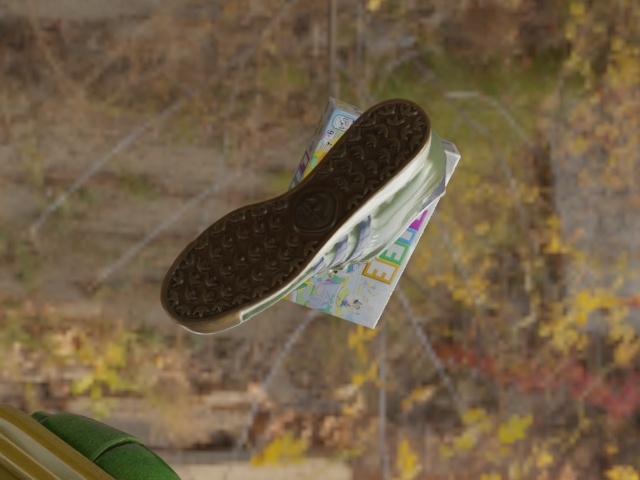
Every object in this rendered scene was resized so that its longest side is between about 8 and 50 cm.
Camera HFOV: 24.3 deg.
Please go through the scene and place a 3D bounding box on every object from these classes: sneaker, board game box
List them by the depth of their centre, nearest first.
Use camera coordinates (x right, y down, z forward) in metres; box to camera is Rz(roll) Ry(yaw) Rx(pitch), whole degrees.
[{"bbox_3d":[0.000,0.000,0.896,0.192,0.064,0.086,-38,150,4],"label":"sneaker"},{"bbox_3d":[0.024,-0.018,1.104,0.103,0.154,0.026,19,-159,-16],"label":"board game box"}]

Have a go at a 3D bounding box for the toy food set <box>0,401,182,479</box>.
[{"bbox_3d":[-0.060,0.132,0.530,0.071,0.128,0.218,-12,-150,-44],"label":"toy food set"}]
